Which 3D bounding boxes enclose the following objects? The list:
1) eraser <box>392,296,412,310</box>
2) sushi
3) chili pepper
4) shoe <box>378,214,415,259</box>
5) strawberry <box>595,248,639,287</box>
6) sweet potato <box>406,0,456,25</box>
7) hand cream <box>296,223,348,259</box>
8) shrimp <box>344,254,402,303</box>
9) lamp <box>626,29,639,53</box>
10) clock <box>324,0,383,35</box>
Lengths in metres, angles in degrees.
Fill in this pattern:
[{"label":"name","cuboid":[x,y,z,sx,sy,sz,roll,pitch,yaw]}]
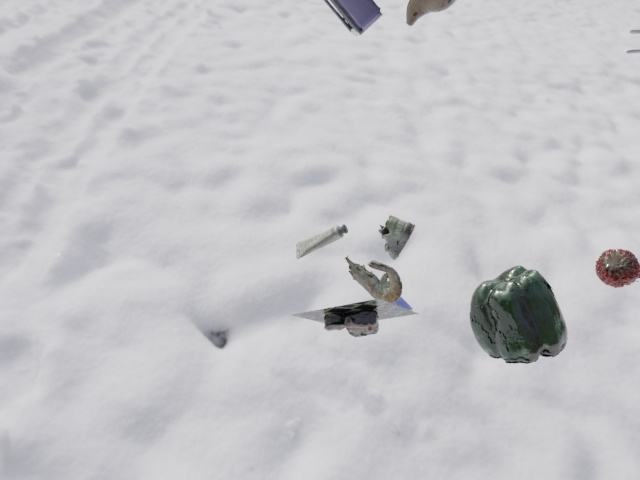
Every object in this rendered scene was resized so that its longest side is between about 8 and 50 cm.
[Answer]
[{"label":"eraser","cuboid":[0.331,0.269,2.100,0.063,0.027,0.085,-2,31,-29]},{"label":"sushi","cuboid":[0.085,0.194,1.182,0.219,0.231,0.047,25,56,-53]},{"label":"chili pepper","cuboid":[0.587,0.217,1.503,0.248,0.233,0.257,-23,101,-21]},{"label":"shoe","cuboid":[0.324,-0.022,2.286,0.149,0.293,0.109,30,64,7]},{"label":"strawberry","cuboid":[1.030,0.093,1.757,0.145,0.086,0.145,-17,50,22]},{"label":"sweet potato","cuboid":[0.210,-0.433,0.855,0.069,0.249,0.060,7,89,-10]},{"label":"hand cream","cuboid":[0.000,0.000,1.925,0.050,0.233,0.080,37,40,-41]},{"label":"shrimp","cuboid":[0.175,0.113,1.665,0.223,0.126,0.047,41,25,12]},{"label":"lamp","cuboid":[0.921,-0.525,1.292,0.247,0.248,0.301,7,6,32]},{"label":"clock","cuboid":[0.047,-0.563,1.151,0.193,0.073,0.145,45,13,-16]}]
